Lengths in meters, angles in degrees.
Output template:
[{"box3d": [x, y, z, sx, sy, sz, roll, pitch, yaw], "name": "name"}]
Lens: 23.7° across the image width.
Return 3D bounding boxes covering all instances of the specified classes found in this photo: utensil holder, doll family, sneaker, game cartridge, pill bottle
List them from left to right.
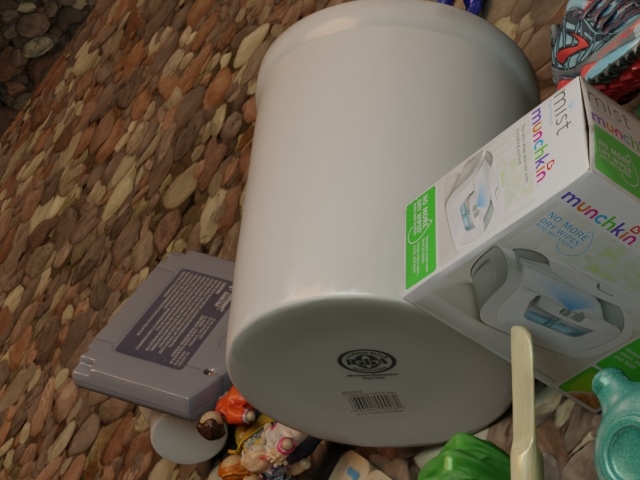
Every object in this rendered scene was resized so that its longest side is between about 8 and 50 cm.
[{"box3d": [-0.186, 0.191, 2.081, 0.131, 0.131, 0.229, -47, 29, 22], "name": "pill bottle"}, {"box3d": [-0.172, 0.123, 2.019, 0.196, 0.060, 0.294, 12, 36, 19], "name": "game cartridge"}, {"box3d": [-0.052, 0.243, 1.822, 0.163, 0.118, 0.263, -44, 19, -12], "name": "doll family"}, {"box3d": [0.070, -0.016, 1.655, 0.327, 0.327, 0.385, -32, 38, 41], "name": "utensil holder"}, {"box3d": [0.281, -0.204, 1.522, 0.262, 0.104, 0.125, 148, 108, -76], "name": "sneaker"}]

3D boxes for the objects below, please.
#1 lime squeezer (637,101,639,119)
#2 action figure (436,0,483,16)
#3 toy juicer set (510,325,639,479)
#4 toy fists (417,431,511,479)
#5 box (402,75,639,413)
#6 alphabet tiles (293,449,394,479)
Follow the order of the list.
[{"box3d": [0.354, -0.127, 1.535, 0.110, 0.059, 0.310, -43, 4, 44], "name": "lime squeezer"}, {"box3d": [0.216, -0.374, 2.034, 0.139, 0.091, 0.280, -39, 33, 45], "name": "action figure"}, {"box3d": [0.277, 0.216, 1.290, 0.329, 0.089, 0.209, 21, 99, 46], "name": "toy juicer set"}, {"box3d": [0.120, 0.317, 1.420, 0.096, 0.142, 0.279, -12, 52, 53], "name": "toy fists"}, {"box3d": [0.246, 0.010, 1.397, 0.231, 0.262, 0.127, -36, 35, 36], "name": "box"}, {"box3d": [-0.005, 0.378, 1.704, 0.284, 0.021, 0.278, -60, 26, -3], "name": "alphabet tiles"}]
